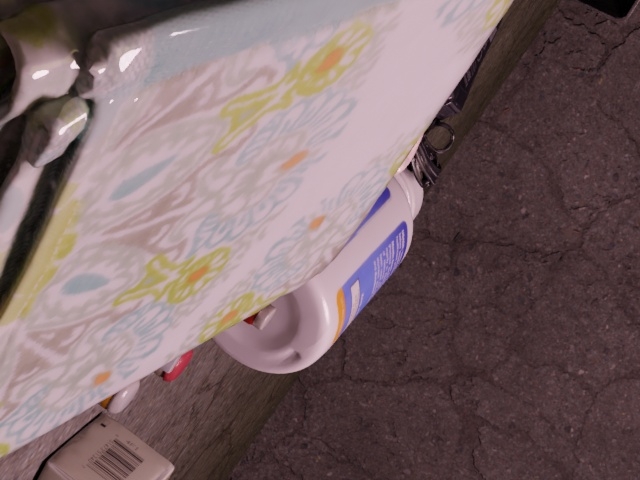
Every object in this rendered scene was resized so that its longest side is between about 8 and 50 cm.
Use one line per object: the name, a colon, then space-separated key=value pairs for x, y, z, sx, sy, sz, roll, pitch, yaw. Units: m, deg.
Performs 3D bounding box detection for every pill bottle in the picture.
pill bottle: x=0.000 y=0.000 z=1.173 sx=0.272 sy=0.152 sz=0.152 roll=-45 pitch=168 yaw=-52

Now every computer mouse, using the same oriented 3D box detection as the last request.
computer mouse: x=0.121 y=-0.208 z=1.204 sx=0.272 sy=0.072 sz=0.188 roll=-63 pitch=155 yaw=-24

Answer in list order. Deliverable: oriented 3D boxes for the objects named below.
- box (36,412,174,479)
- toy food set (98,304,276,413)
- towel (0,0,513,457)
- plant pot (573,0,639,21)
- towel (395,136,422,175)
box: x=-0.257 y=0.311 z=1.171 sx=0.275 sy=0.094 sz=0.113 roll=-59 pitch=171 yaw=29
toy food set: x=-0.100 y=0.064 z=1.004 sx=0.232 sy=0.104 sz=0.111 roll=-57 pitch=172 yaw=18
towel: x=-0.056 y=-0.048 z=0.581 sx=0.374 sy=0.090 sz=0.320 roll=-28 pitch=161 yaw=-45
plant pot: x=0.310 y=-0.391 z=1.309 sx=0.187 sy=0.188 sz=0.167 roll=113 pitch=3 yaw=-59
towel: x=0.116 y=-0.255 z=0.858 sx=0.317 sy=0.053 sz=0.332 roll=109 pitch=2 yaw=-61
